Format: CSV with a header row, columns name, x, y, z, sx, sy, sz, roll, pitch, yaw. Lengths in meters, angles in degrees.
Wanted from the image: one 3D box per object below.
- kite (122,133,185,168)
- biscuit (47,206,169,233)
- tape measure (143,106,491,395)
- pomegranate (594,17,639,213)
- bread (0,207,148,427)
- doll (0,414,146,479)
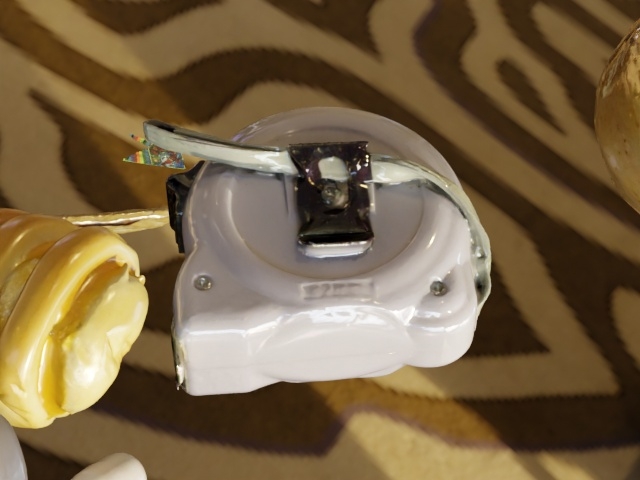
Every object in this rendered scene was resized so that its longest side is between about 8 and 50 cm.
name,x,y,z,sx,sy,sz,roll,pitch,yaw
kite,-0.216,-0.121,2.344,0.090,0.122,0.004,31,53,-19
biscuit,-0.201,-0.015,1.554,0.147,0.071,0.018,-6,86,-24
tape measure,-0.003,-0.002,1.042,0.196,0.105,0.178,-10,52,-7
pomegranate,0.479,-0.131,1.941,0.338,0.338,0.338,23,36,-18
bread,-0.264,0.051,1.370,0.121,0.311,0.172,45,60,-34
doll,-0.176,0.184,1.015,0.161,0.160,0.059,12,19,24
